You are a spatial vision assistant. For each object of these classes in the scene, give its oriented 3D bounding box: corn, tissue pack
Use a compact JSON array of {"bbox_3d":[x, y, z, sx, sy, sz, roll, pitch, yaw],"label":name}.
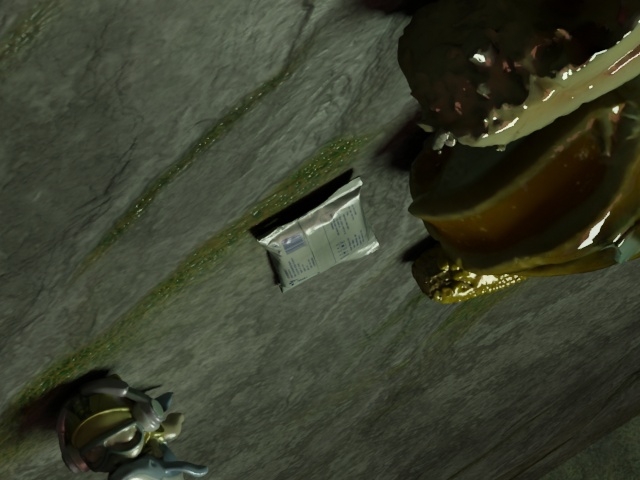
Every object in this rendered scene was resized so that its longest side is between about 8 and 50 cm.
[{"bbox_3d":[0.232,0.005,2.003,0.262,0.097,0.097,-22,158,-20],"label":"corn"},{"bbox_3d":[0.000,0.000,1.738,0.123,0.026,0.193,-30,160,-4],"label":"tissue pack"}]

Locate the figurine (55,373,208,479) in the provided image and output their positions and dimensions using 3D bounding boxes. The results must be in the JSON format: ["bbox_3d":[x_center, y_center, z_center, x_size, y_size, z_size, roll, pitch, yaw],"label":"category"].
[{"bbox_3d":[-0.210,0.222,1.798,0.128,0.184,0.208,-32,-163,5],"label":"figurine"}]

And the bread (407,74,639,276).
[{"bbox_3d":[0.276,-0.066,1.739,0.300,0.210,0.341,-36,161,16],"label":"bread"}]

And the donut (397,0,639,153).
[{"bbox_3d":[0.220,-0.239,1.327,0.307,0.150,0.371,-24,159,-21],"label":"donut"}]
